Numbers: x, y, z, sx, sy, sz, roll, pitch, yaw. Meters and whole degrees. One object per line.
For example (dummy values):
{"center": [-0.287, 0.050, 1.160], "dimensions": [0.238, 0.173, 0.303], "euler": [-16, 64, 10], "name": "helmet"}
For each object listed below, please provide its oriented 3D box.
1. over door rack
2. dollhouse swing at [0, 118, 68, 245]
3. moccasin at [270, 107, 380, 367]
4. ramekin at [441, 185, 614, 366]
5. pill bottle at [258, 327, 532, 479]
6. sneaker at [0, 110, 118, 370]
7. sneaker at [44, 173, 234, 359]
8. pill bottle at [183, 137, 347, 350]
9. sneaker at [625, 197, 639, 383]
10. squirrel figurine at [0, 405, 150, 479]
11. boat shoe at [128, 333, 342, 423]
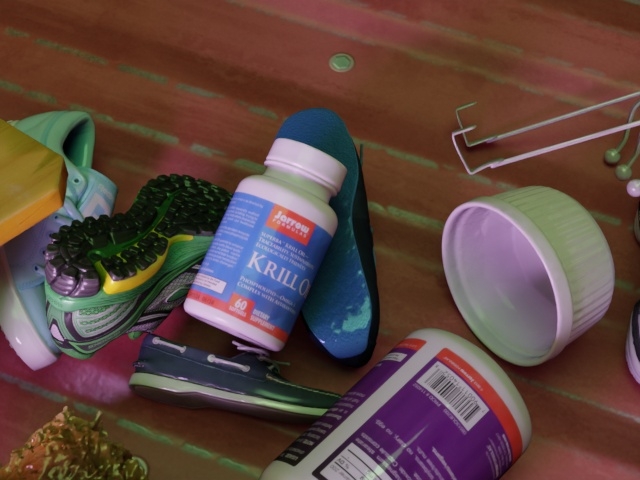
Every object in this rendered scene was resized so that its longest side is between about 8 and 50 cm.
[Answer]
{"center": [0.331, -0.123, 1.472], "dimensions": [0.324, 0.108, 0.239], "euler": [-5, 12, 8], "name": "over door rack"}
{"center": [-0.471, 0.045, 1.334], "dimensions": [0.347, 0.315, 0.305], "euler": [28, 37, 35], "name": "dollhouse swing"}
{"center": [0.000, 0.000, 1.452], "dimensions": [0.138, 0.117, 0.341], "euler": [-8, 61, 9], "name": "moccasin"}
{"center": [0.247, 0.034, 1.381], "dimensions": [0.109, 0.207, 0.207], "euler": [-23, 59, -27], "name": "ramekin"}
{"center": [0.061, 0.252, 1.243], "dimensions": [0.181, 0.181, 0.323], "euler": [40, 65, 22], "name": "pill bottle"}
{"center": [-0.321, -0.023, 1.428], "dimensions": [0.150, 0.135, 0.365], "euler": [-19, 57, 10], "name": "sneaker"}
{"center": [-0.198, 0.024, 1.388], "dimensions": [0.134, 0.146, 0.344], "euler": [34, 36, 24], "name": "sneaker"}
{"center": [-0.055, 0.002, 1.323], "dimensions": [0.124, 0.124, 0.221], "euler": [21, 82, 13], "name": "pill bottle"}
{"center": [0.456, -0.009, 1.400], "dimensions": [0.137, 0.210, 0.365], "euler": [13, 58, 8], "name": "sneaker"}
{"center": [-0.302, 0.330, 1.140], "dimensions": [0.371, 0.280, 0.397], "euler": [4, 12, 19], "name": "squirrel figurine"}
{"center": [-0.092, 0.160, 1.357], "dimensions": [0.255, 0.095, 0.079], "euler": [7, 68, 14], "name": "boat shoe"}
